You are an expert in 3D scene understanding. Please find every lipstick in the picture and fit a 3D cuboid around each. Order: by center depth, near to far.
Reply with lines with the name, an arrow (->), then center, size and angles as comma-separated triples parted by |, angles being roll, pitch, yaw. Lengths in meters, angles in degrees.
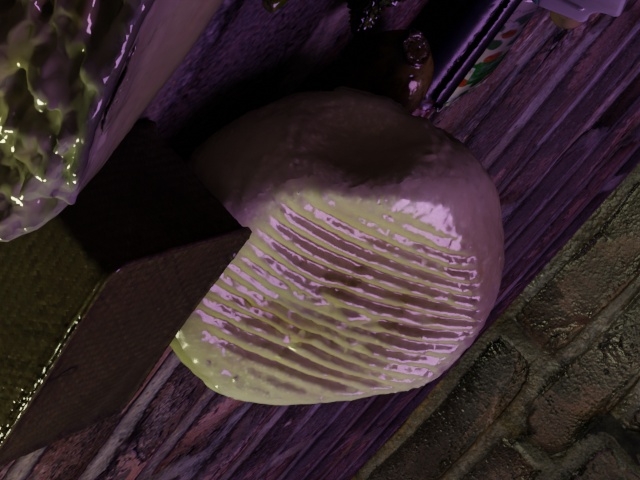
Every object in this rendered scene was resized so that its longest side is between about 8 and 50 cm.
lipstick -> 0.081, -0.141, 1.393 | 0.418, 0.077, 0.077 | -51, 162, 28

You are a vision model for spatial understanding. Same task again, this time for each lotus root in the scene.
lotus root -> 0.066, -0.161, 1.288 | 0.080, 0.089, 0.179 | -13, 157, -31

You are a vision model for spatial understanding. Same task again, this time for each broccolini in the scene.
broccolini -> 0.016, -0.221, 1.074 | 0.271, 0.062, 0.123 | -31, 145, -52

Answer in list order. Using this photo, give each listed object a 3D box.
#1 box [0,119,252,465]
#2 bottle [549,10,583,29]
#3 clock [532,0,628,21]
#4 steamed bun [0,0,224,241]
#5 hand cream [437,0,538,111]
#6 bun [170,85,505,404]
box -> -0.215, 0.047, 1.054 | 0.184, 0.143, 0.273 | -21, 153, -53
bottle -> 0.327, -0.323, 1.552 | 0.053, 0.053, 0.140 | -40, 164, -12
clock -> 0.324, -0.374, 1.240 | 0.231, 0.116, 0.262 | -53, 168, -20
steamed bun -> -0.143, -0.144, 0.547 | 0.290, 0.272, 0.273 | -47, 164, 24
hand cream -> 0.210, -0.248, 1.471 | 0.095, 0.059, 0.276 | -34, 165, -24
bun -> 0.000, 0.000, 1.235 | 0.349, 0.227, 0.352 | 26, 119, -25
